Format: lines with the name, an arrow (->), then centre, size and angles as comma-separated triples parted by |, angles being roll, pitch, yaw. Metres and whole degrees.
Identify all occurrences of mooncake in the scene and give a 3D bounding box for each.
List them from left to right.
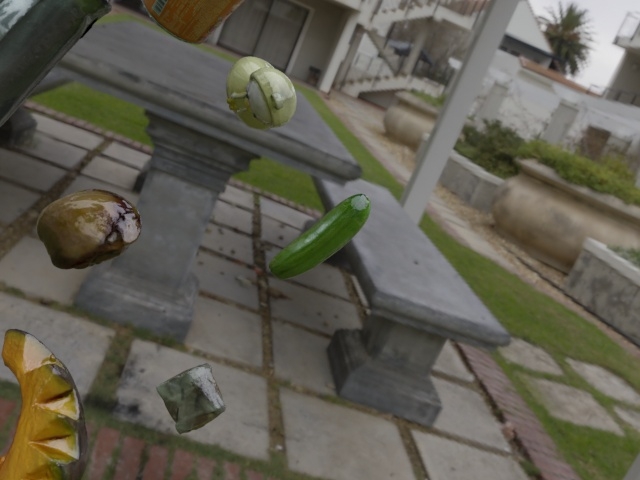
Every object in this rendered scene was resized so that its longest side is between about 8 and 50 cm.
mooncake -> -0.270, 0.339, 1.514 | 0.125, 0.130, 0.073 | 63, 22, 4

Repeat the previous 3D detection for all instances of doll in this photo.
doll -> -0.114, -0.266, 1.297 | 0.117, 0.141, 0.296 | -17, 18, -5

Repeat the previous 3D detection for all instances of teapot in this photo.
teapot -> -0.469, -0.310, 1.043 | 0.200, 0.337, 0.270 | 42, -2, -22

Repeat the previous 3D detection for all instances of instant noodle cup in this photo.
instant noodle cup -> -0.273, -0.546, 1.532 | 0.216, 0.172, 0.216 | 32, 33, -24

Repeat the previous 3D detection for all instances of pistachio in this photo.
pistachio -> -0.412, -0.017, 1.268 | 0.210, 0.165, 0.130 | 4, -23, 23

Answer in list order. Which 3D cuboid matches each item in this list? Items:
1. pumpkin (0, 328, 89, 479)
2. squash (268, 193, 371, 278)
pumpkin -> -0.289, 0.236, 0.761 | 0.130, 0.254, 0.149 | -1, -24, 20
squash -> 0.002, 0.001, 1.585 | 0.082, 0.292, 0.082 | 44, 20, -20
